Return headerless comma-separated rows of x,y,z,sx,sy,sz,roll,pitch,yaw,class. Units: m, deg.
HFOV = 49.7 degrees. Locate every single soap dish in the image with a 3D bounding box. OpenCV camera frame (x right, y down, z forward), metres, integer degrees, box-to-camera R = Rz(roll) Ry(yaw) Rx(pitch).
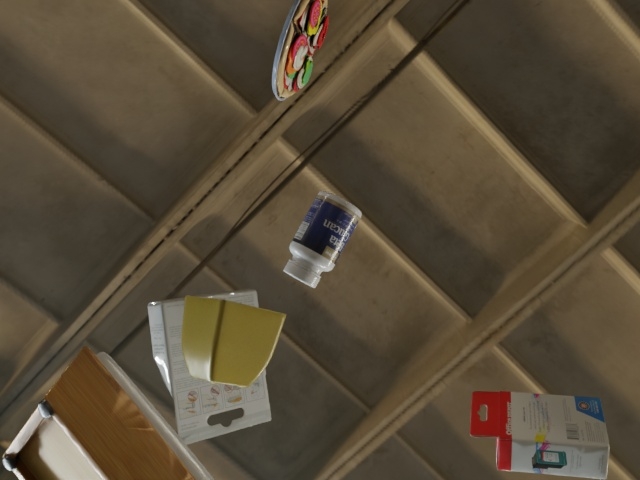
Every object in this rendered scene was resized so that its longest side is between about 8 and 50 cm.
-0.288,0.318,0.933,0.291,0.118,0.229,49,-54,7,soap dish

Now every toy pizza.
-0.025,-0.320,1.117,0.032,0.201,0.201,22,-76,7,toy pizza

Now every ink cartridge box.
-0.185,0.207,1.175,0.189,0.066,0.232,-5,-90,-40,ink cartridge box
0.390,0.347,1.251,0.231,0.134,0.078,1,-64,14,ink cartridge box

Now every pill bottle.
0.000,0.000,1.302,0.094,0.094,0.169,29,-95,-5,pill bottle

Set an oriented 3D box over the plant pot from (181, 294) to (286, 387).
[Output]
-0.096,0.107,0.718,0.081,0.081,0.083,18,-103,-37,plant pot
